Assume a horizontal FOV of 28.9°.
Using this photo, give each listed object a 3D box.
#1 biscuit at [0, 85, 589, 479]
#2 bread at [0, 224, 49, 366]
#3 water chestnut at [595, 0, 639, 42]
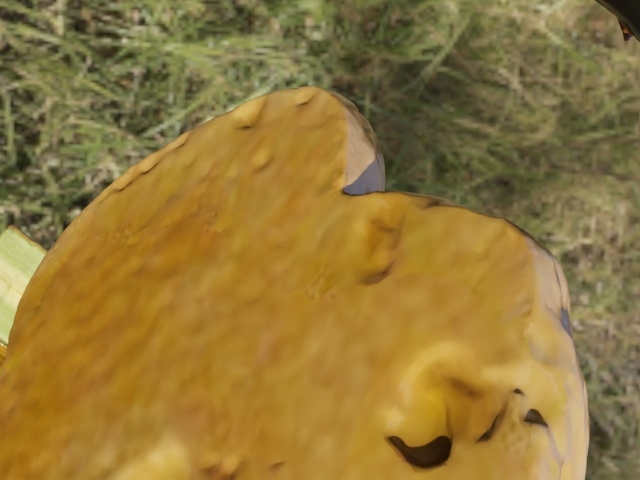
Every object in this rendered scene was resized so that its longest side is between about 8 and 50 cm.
[{"bbox_3d":[-0.038,0.097,0.379,0.051,0.269,0.376,44,33,-35],"label":"biscuit"},{"bbox_3d":[-0.228,0.045,0.894,0.084,0.139,0.074,42,69,-19],"label":"bread"},{"bbox_3d":[0.305,-0.274,0.893,0.300,0.300,0.300,-22,114,-62],"label":"water chestnut"}]
